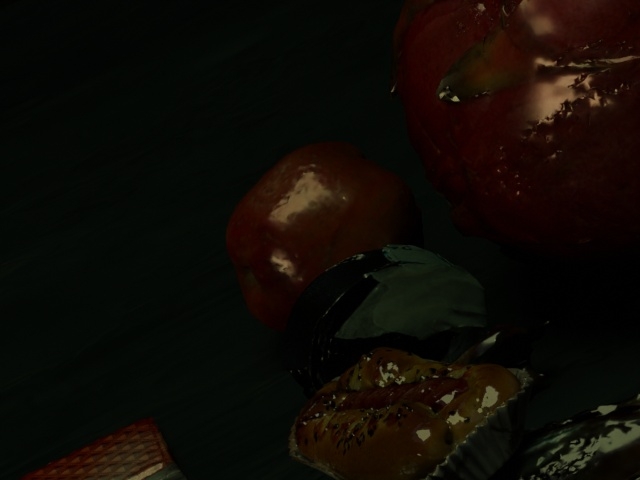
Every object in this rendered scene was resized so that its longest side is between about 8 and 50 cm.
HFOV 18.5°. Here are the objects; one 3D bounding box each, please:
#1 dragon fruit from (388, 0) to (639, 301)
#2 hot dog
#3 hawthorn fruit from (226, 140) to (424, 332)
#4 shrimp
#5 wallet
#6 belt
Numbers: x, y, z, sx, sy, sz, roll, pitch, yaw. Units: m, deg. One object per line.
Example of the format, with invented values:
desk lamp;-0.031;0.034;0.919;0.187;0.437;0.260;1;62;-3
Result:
dragon fruit;0.196;-0.124;1.279;0.302;0.296;0.295;-45;11;32
hot dog;0.047;0.103;1.126;0.108;0.059;0.191;-40;17;-21
hawthorn fruit;0.000;0.000;1.406;0.138;0.132;0.133;-38;27;-25
shrimp;0.134;0.105;1.142;0.290;0.054;0.222;-23;22;24
wallet;-0.191;0.185;1.341;0.196;0.020;0.103;-27;24;-6
belt;0.042;0.059;1.276;0.140;0.105;0.058;-21;21;-16
